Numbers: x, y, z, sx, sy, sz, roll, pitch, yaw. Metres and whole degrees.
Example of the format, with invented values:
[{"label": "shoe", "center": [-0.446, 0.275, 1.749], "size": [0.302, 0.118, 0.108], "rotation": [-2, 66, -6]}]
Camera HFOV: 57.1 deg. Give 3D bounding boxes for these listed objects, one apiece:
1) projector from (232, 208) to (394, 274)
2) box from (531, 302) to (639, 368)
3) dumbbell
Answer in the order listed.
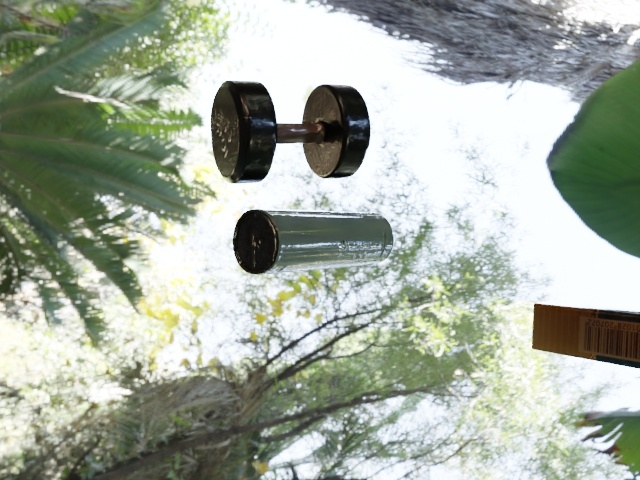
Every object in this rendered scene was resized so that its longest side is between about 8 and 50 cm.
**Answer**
[{"label": "projector", "center": [0.000, 0.000, 1.041], "size": [0.108, 0.337, 0.108], "rotation": [1, -88, 39]}, {"label": "box", "center": [0.402, 0.118, 0.714], "size": [0.237, 0.152, 0.070], "rotation": [3, -93, 57]}, {"label": "dumbbell", "center": [-0.047, -0.168, 0.912], "size": [0.152, 0.218, 0.153], "rotation": [20, -67, 60]}]
